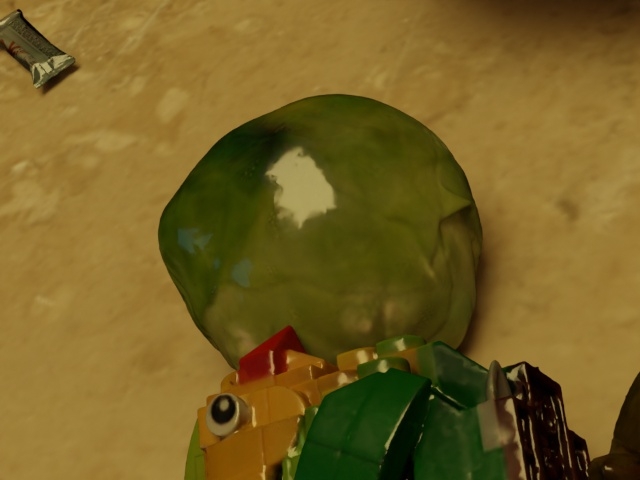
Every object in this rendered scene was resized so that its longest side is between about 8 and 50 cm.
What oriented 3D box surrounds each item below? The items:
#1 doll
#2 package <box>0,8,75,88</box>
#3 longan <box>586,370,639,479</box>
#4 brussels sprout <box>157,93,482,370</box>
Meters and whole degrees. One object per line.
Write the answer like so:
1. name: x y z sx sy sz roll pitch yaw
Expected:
1. doll: 0.024 0.105 0.557 0.186 0.106 0.134 12 79 36
2. package: -0.216 -0.142 0.979 0.037 0.015 0.110 -41 43 -9
3. longan: 0.155 0.097 0.445 0.145 0.176 0.154 -59 34 28
4. brussels sprout: 0.000 -0.005 0.656 0.149 0.122 0.151 15 59 41
